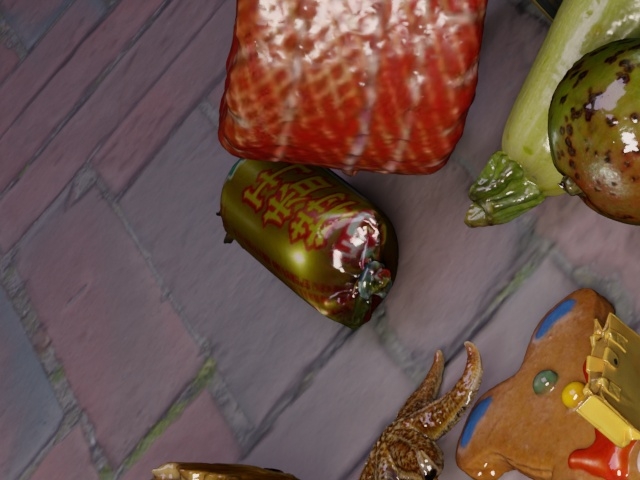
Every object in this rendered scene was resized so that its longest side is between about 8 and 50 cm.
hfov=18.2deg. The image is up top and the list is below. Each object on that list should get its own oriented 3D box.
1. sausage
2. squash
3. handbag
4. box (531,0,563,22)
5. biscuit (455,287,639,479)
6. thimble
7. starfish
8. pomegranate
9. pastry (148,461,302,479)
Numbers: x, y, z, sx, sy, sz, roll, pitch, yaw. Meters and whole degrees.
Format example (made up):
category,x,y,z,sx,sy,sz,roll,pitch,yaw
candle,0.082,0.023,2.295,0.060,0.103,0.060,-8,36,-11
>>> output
category,x,y,z,sx,sy,sz,roll,pitch,yaw
sausage,-0.002,0.002,1.908,0.125,0.117,0.317,-57,26,4
squash,0.232,-0.120,1.734,0.287,0.137,0.137,-62,26,8
handbag,0.212,0.100,1.424,0.027,0.061,0.083,-25,39,38
box,0.267,-0.299,1.842,0.090,0.144,0.201,-2,53,51
biscuit,0.223,0.130,1.489,0.205,0.049,0.324,-52,29,-4
thimble,0.033,-0.223,1.871,0.350,0.230,0.350,-173,90,-85
starfish,0.069,0.174,1.648,0.213,0.057,0.238,-53,17,31
pomegranate,0.275,-0.097,1.584,0.205,0.159,0.159,-26,27,-6
pastry,-0.032,0.290,1.552,0.256,0.170,0.237,7,101,64
